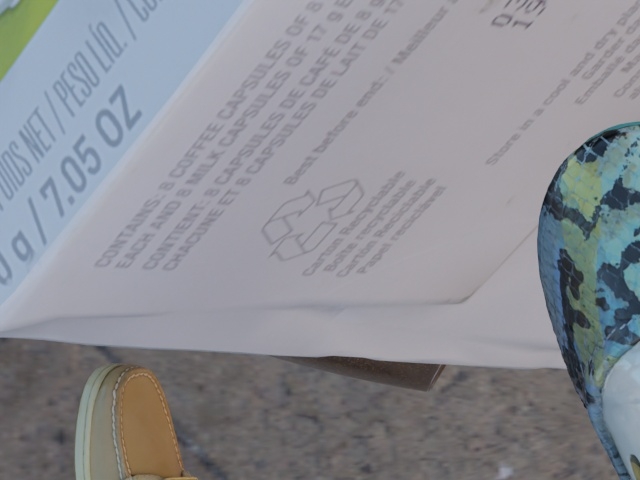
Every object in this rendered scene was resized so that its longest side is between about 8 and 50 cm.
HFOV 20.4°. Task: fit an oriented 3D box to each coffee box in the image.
[{"bbox_3d":[0.026,-0.191,0.584,0.337,0.338,0.334,-48,60,24],"label":"coffee box"}]

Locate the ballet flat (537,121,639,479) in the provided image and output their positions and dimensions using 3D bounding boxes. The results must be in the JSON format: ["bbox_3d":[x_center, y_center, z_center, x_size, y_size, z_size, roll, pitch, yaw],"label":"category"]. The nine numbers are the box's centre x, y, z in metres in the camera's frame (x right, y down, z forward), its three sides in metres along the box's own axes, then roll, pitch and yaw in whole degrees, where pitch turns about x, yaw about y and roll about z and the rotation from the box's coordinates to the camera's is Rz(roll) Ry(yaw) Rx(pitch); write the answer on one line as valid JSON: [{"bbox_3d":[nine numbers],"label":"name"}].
[{"bbox_3d":[0.100,0.059,0.390,0.070,0.070,0.188,-25,122,13],"label":"ballet flat"}]

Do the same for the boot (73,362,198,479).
[{"bbox_3d":[-0.070,0.205,1.280,0.203,0.095,0.262,-14,81,34],"label":"boot"}]

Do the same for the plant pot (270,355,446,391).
[{"bbox_3d":[0.000,0.000,1.205,0.230,0.215,0.215,31,94,7],"label":"plant pot"}]
